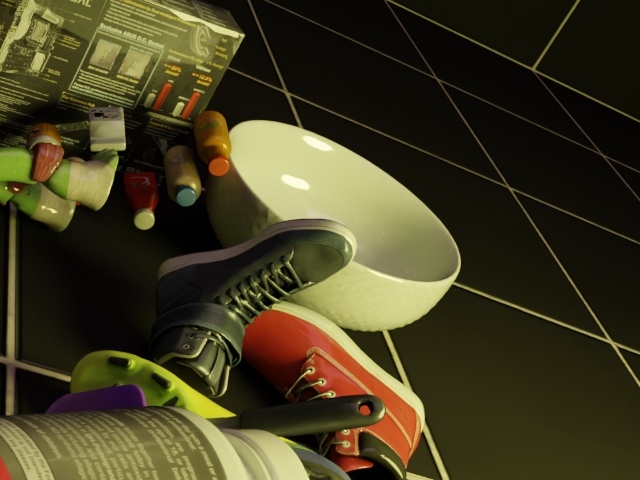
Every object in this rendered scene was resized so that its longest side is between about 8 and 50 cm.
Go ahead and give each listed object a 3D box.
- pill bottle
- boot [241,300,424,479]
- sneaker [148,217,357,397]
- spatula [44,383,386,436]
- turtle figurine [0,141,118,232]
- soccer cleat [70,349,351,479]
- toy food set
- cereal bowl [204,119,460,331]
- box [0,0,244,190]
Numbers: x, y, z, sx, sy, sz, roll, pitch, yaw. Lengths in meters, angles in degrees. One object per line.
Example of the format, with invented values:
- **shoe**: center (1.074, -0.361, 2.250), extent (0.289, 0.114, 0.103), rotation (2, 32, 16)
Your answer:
- **pill bottle**: center (-0.158, 0.207, 0.854), extent (0.319, 0.176, 0.176), rotation (4, 35, -47)
- **boot**: center (-0.006, 0.165, 1.248), extent (0.244, 0.088, 0.176), rotation (35, 24, -2)
- **sneaker**: center (-0.070, 0.071, 1.209), extent (0.086, 0.226, 0.163), rotation (57, 24, -36)
- **spatula**: center (-0.089, 0.157, 1.031), extent (0.297, 0.030, 0.084), rotation (-4, 63, -12)
- **turtle figurine**: center (-0.356, -0.126, 1.255), extent (0.266, 0.197, 0.274), rotation (22, 29, -33)
- **soccer cleat**: center (-0.099, 0.194, 1.104), extent (0.289, 0.093, 0.121), rotation (28, -8, 3)
- **toy food set**: center (-0.220, -0.081, 1.396), extent (0.232, 0.111, 0.104), rotation (-2, 33, -11)
- **cereal bowl**: center (0.000, 0.000, 1.510), extent (0.339, 0.141, 0.339), rotation (26, 24, -12)
- **box**: center (-0.281, -0.208, 1.454), extent (0.308, 0.242, 0.076), rotation (14, 29, -34)
